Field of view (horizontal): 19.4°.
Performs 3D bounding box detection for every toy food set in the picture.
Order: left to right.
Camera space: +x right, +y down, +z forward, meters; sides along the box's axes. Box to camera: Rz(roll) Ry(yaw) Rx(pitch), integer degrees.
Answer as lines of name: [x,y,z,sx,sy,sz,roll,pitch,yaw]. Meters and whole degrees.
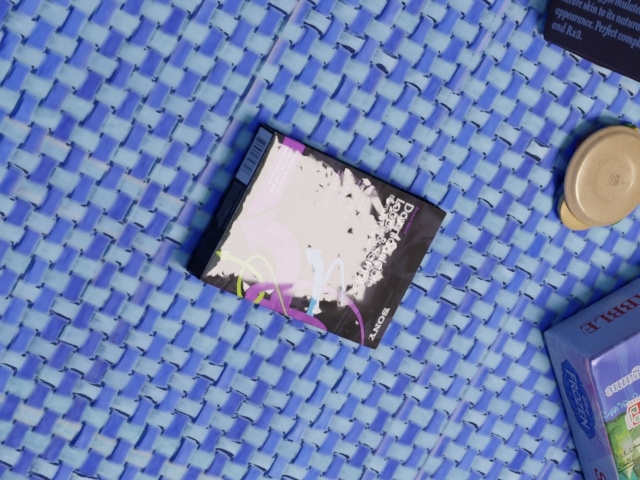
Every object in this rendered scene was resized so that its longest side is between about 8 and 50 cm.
toy food set: [0.217,-0.048,1.419,0.082,0.020,0.083,-12,114,-25]

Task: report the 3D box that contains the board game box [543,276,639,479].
board game box: [0.362,0.139,1.545,0.318,0.066,0.318,-29,121,-16]

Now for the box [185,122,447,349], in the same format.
box: [0.000,0.000,1.315,0.162,0.029,0.116,23,98,-35]

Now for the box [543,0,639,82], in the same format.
box: [0.376,-0.164,1.357,0.381,0.191,0.143,6,107,-30]
